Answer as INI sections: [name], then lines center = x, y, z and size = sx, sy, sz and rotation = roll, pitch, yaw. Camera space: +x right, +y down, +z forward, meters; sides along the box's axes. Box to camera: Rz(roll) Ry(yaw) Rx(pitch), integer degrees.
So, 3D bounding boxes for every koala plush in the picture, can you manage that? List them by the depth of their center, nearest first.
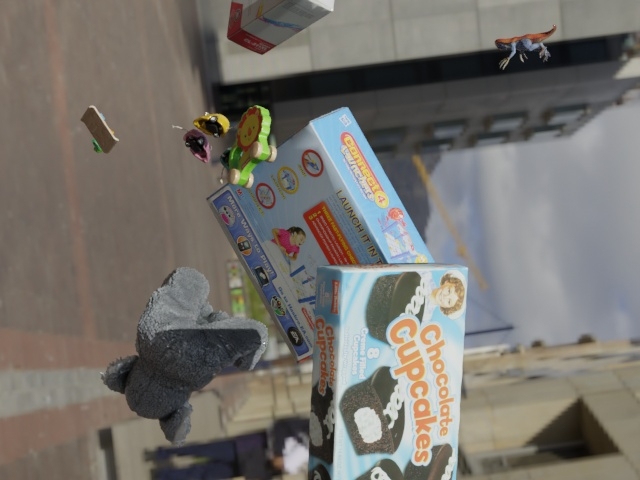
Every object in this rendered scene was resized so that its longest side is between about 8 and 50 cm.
[koala plush]
center = -0.230, 0.191, 1.723
size = 0.221, 0.196, 0.203
rotation = -53, 173, 25

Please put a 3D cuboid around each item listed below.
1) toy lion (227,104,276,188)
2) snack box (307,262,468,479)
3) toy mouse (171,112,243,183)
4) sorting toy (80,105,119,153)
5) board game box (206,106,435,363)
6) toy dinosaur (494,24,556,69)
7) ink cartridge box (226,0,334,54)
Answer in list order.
[toy lion]
center = -0.101, -0.138, 1.600
size = 0.100, 0.034, 0.096
rotation = -46, -135, 37
[snack box]
center = 0.080, 0.188, 1.330
size = 0.060, 0.187, 0.322
rotation = 9, -82, 55
[toy mouse]
center = -0.176, -0.160, 1.914
size = 0.031, 0.161, 0.143
rotation = -54, 144, -36
[sorting toy]
center = -0.311, -0.151, 1.574
size = 0.062, 0.012, 0.083
rotation = 53, -30, -3
[board game box]
center = 0.000, 0.000, 1.726
size = 0.302, 0.086, 0.308
rotation = -30, -92, 48
[toy dinosaur]
center = 0.295, -0.287, 1.639
size = 0.047, 0.082, 0.090
rotation = -8, 127, -58
[ink cartridge box]
center = -0.055, -0.370, 1.665
size = 0.175, 0.072, 0.127
rotation = -20, -124, 47
